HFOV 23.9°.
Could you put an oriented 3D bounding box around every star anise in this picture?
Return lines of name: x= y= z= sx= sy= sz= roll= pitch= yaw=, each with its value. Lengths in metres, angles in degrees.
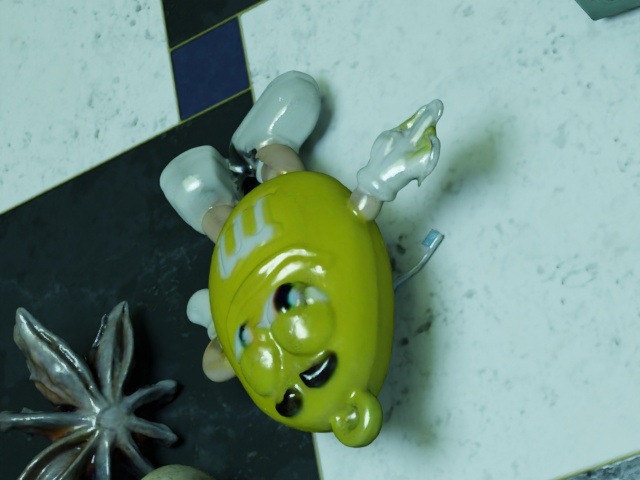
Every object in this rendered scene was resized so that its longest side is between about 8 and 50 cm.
star anise: x=-0.255 y=0.186 z=1.639 sx=0.110 sy=0.198 sz=0.258 roll=134 pitch=134 yaw=-59

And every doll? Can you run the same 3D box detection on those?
doll: x=-0.023 y=-0.002 z=1.545 sx=0.423 sy=0.161 sz=0.348 roll=20 pitch=87 yaw=53

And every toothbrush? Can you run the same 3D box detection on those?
toothbrush: x=0.073 y=0.055 z=1.556 sx=0.017 sy=0.014 sz=0.162 roll=39 pitch=97 yaw=22

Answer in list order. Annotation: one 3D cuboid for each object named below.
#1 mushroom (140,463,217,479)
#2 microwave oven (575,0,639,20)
mushroom: x=-0.133 y=0.311 z=1.535 sx=0.166 sy=0.127 sz=0.166 roll=-2 pitch=87 yaw=51
microwave oven: x=0.336 y=-0.365 z=1.395 sx=0.295 sy=0.237 sz=0.181 roll=-16 pitch=63 yaw=29
